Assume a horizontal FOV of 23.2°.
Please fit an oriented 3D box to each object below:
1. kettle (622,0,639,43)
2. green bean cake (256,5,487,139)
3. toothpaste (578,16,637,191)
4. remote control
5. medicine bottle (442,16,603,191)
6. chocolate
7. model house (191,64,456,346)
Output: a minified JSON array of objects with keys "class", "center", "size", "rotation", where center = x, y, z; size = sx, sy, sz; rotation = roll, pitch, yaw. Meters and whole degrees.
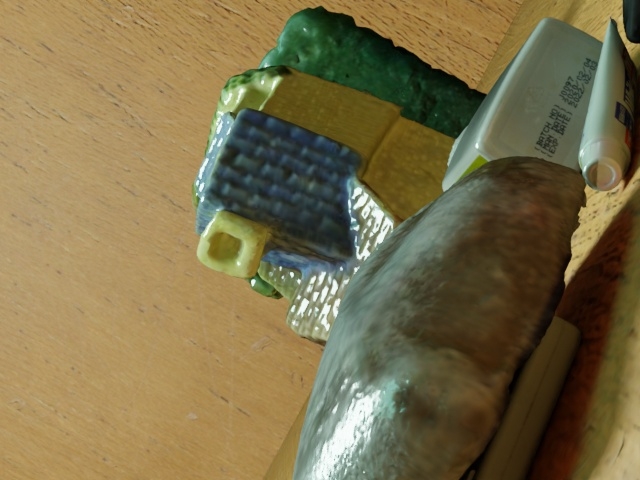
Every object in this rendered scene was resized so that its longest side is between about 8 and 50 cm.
[{"class":"kettle","center":[0.245,-0.291,1.077],"size":[0.207,0.251,0.271],"rotation":[-31,-1,10]},{"class":"green bean cake","center":[0.038,-0.087,1.872],"size":[0.300,0.308,0.169],"rotation":[-60,-1,-6]},{"class":"toothpaste","center":[0.199,-0.093,1.063],"size":[0.033,0.052,0.218],"rotation":[-19,22,23]},{"class":"remote control","center":[0.088,0.126,0.834],"size":[0.190,0.029,0.087],"rotation":[-61,1,-30]},{"class":"medicine bottle","center":[0.162,-0.080,1.242],"size":[0.132,0.088,0.188],"rotation":[-61,0,-15]},{"class":"chocolate","center":[0.057,0.061,0.868],"size":[0.185,0.100,0.303],"rotation":[-56,4,36]},{"class":"model house","center":[0.000,0.000,1.600],"size":[0.266,0.321,0.261],"rotation":[-66,-3,-64]}]
